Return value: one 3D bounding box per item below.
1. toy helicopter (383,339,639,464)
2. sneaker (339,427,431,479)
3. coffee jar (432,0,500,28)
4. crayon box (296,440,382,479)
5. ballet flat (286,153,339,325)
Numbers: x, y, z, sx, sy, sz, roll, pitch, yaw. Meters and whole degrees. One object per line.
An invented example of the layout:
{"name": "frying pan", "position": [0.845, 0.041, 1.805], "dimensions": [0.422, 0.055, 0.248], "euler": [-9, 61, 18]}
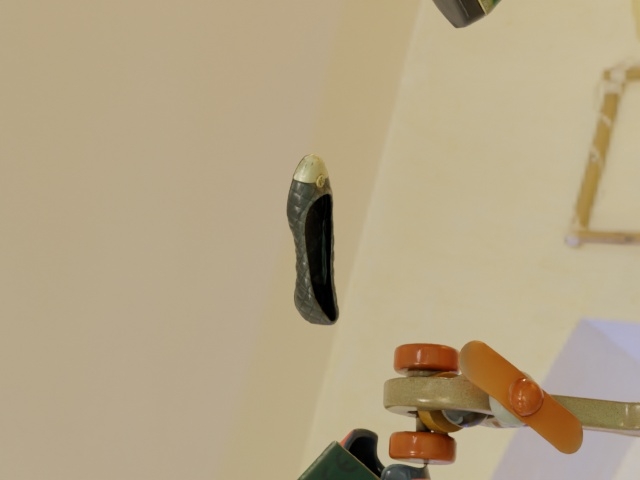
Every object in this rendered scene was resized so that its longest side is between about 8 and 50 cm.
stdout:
{"name": "toy helicopter", "position": [0.251, 0.192, 1.273], "dimensions": [0.235, 0.355, 0.140], "euler": [103, 172, -72]}
{"name": "sneaker", "position": [0.115, 0.362, 1.327], "dimensions": [0.131, 0.350, 0.148], "euler": [14, -71, -49]}
{"name": "coffee jar", "position": [0.191, -0.307, 1.131], "dimensions": [0.184, 0.079, 0.096], "euler": [-35, -46, 6]}
{"name": "crayon box", "position": [-0.047, 0.317, 0.927], "dimensions": [0.202, 0.081, 0.318], "euler": [-43, -17, -29]}
{"name": "ballet flat", "position": [0.000, 0.000, 1.066], "dimensions": [0.057, 0.049, 0.173], "euler": [-20, -65, -42]}
